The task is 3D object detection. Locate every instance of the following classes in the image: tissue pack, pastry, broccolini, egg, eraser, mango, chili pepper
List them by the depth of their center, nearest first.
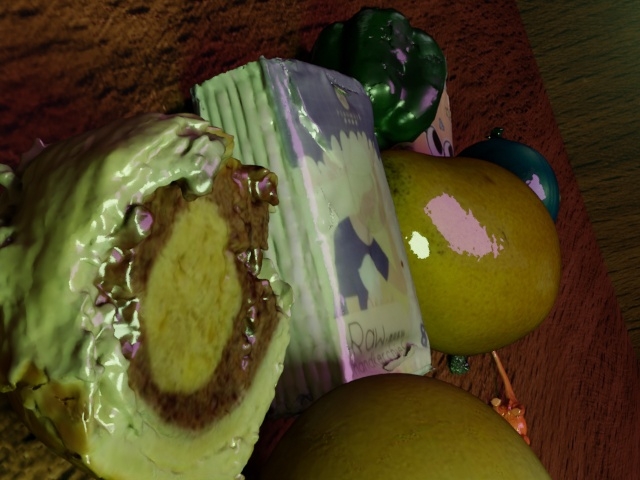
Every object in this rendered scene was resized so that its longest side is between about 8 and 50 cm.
[{"bbox_3d":[-0.128,0.046,0.655,0.256,0.170,0.237,37,62,-67],"label":"pastry"},{"bbox_3d":[0.072,0.281,0.765,0.282,0.282,0.351,17,63,-62],"label":"egg"},{"bbox_3d":[0.000,0.000,0.997,0.242,0.125,0.344,-2,78,-66],"label":"tissue pack"},{"bbox_3d":[0.169,0.012,1.249,0.378,0.221,0.264,26,67,-46],"label":"mango"},{"bbox_3d":[0.065,-0.218,1.251,0.165,0.174,0.261,29,44,-23],"label":"chili pepper"},{"bbox_3d":[0.201,0.140,1.476,0.035,0.030,0.140,11,52,-23],"label":"broccolini"},{"bbox_3d":[0.151,-0.165,1.485,0.171,0.087,0.291,46,36,-48],"label":"eraser"}]

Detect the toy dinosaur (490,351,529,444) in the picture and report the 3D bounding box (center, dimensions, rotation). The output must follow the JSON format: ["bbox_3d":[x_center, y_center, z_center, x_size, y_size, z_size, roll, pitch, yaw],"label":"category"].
[{"bbox_3d":[0.306,0.282,1.571,0.101,0.055,0.280,47,32,-61],"label":"toy dinosaur"}]

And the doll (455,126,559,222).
[{"bbox_3d":[0.292,-0.028,1.574,0.186,0.198,0.322,11,73,-50],"label":"doll"}]
